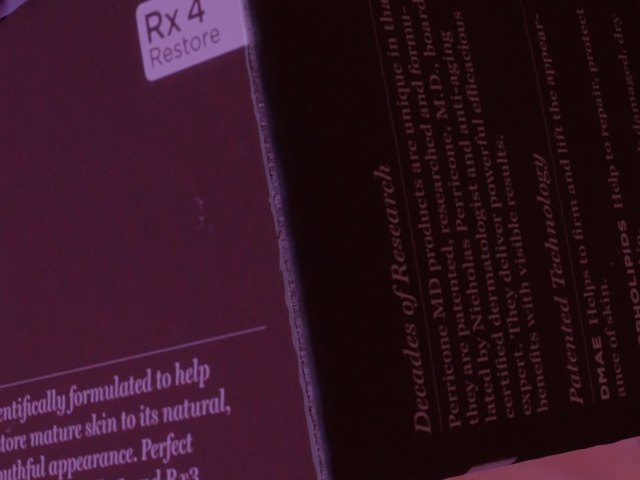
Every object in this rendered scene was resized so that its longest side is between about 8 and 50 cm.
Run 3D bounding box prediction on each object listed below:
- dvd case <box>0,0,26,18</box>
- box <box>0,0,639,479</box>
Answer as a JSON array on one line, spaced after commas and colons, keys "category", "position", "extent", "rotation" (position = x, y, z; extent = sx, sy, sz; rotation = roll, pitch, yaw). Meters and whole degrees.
[{"category": "dvd case", "position": [-0.180, -0.145, 0.896], "extent": [0.164, 0.018, 0.221], "rotation": [30, 112, 38]}, {"category": "box", "position": [0.000, 0.000, 0.611], "extent": [0.168, 0.203, 0.167], "rotation": [-14, 84, 43]}]
